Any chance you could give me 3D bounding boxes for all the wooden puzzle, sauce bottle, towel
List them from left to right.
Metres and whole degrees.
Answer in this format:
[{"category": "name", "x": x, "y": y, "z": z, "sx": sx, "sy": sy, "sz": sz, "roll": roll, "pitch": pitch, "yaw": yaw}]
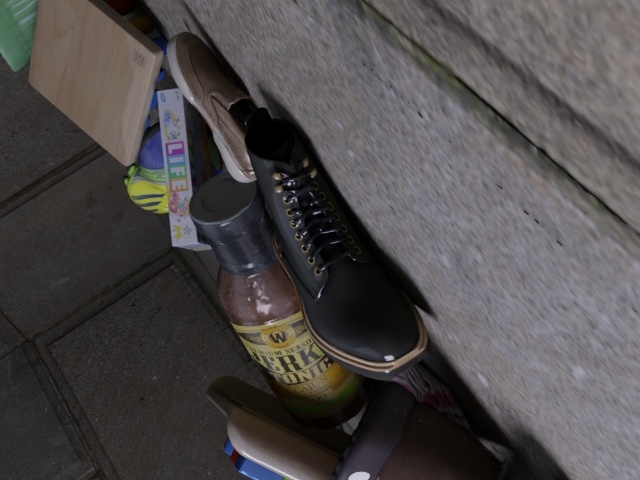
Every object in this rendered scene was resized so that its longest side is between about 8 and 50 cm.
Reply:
[{"category": "sauce bottle", "x": -0.042, "y": 0.071, "z": 1.011, "sx": 0.111, "sy": 0.111, "sz": 0.344, "roll": 46, "pitch": 168, "yaw": 45}, {"category": "wooden puzzle", "x": 0.011, "y": 0.279, "z": 1.142, "sx": 0.322, "sy": 0.080, "sz": 0.348, "roll": 28, "pitch": 176, "yaw": -8}, {"category": "towel", "x": 0.109, "y": 0.180, "z": 0.876, "sx": 0.197, "sy": 0.029, "sz": 0.144, "roll": 60, "pitch": 170, "yaw": -25}]

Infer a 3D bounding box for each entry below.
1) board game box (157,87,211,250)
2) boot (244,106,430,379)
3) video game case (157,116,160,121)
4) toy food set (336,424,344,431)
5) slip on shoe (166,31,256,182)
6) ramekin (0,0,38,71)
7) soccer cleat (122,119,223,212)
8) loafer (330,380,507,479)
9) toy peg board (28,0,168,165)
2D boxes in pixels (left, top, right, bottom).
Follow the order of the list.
[{"category": "board game box", "x": -0.134, "y": -0.069, "z": 0.985, "sx": 0.103, "sy": 0.026, "sz": 0.154, "roll": 26, "pitch": -123, "yaw": -84}, {"category": "boot", "x": 0.000, "y": 0.000, "z": 0.700, "sx": 0.198, "sy": 0.077, "sz": 0.137, "roll": 44, "pitch": 160, "yaw": 47}, {"category": "video game case", "x": -0.167, "y": -0.101, "z": 1.333, "sx": 0.157, "sy": 0.019, "sz": 0.143, "roll": 60, "pitch": 170, "yaw": -20}, {"category": "toy food set", "x": -0.054, "y": 0.205, "z": 1.478, "sx": 0.306, "sy": 0.092, "sz": 0.219, "roll": 62, "pitch": 174, "yaw": 26}, {"category": "slip on shoe", "x": -0.077, "y": -0.114, "z": 0.791, "sx": 0.041, "sy": 0.051, "sz": 0.135, "roll": -24, "pitch": 93, "yaw": 40}, {"category": "ramekin", "x": -0.389, "y": -0.368, "z": 1.147, "sx": 0.303, "sy": 0.148, "sz": 0.303, "roll": 54, "pitch": 171, "yaw": 13}, {"category": "soccer cleat", "x": -0.178, "y": -0.071, "z": 1.205, "sx": 0.121, "sy": 0.093, "sz": 0.289, "roll": 48, "pitch": 163, "yaw": 3}, {"category": "loafer", "x": 0.071, "y": 0.262, "z": 0.818, "sx": 0.130, "sy": 0.133, "sz": 0.366, "roll": 24, "pitch": 148, "yaw": 15}, {"category": "toy peg board", "x": -0.223, "y": -0.197, "z": 1.038, "sx": 0.161, "sy": 0.079, "sz": 0.161, "roll": 39, "pitch": 137, "yaw": 13}]
